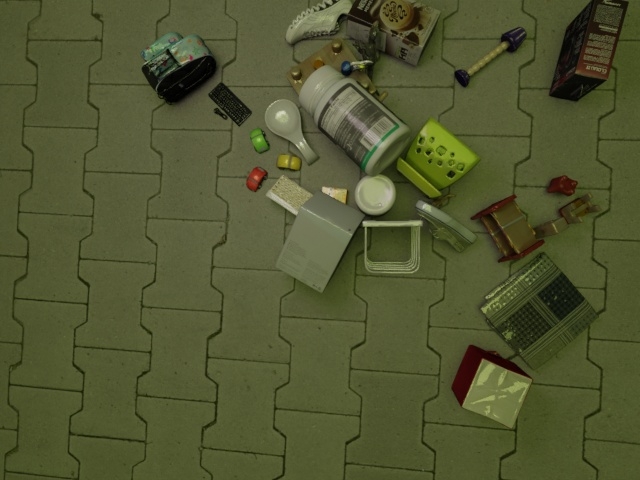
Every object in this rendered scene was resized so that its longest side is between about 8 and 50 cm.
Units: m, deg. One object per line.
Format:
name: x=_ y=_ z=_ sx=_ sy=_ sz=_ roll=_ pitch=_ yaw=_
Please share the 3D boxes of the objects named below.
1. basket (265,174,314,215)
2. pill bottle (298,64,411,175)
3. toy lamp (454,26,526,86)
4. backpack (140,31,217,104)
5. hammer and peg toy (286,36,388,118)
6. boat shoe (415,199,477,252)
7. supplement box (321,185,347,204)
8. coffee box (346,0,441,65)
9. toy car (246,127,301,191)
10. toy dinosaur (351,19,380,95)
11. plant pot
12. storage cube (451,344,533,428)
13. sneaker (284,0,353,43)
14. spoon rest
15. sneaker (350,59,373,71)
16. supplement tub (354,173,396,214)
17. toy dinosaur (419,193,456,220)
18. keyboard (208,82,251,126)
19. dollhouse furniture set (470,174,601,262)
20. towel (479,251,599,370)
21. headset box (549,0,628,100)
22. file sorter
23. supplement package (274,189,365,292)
basket: x=-0.105 y=-0.162 z=1.680 sx=0.167 sy=0.113 sz=0.103 roll=34 pitch=91 yaw=5
pill bottle: x=0.109 y=-0.403 z=1.473 sx=0.204 sy=0.204 sz=0.361 roll=-45 pitch=76 yaw=4
toy lamp: x=0.626 y=-0.675 z=1.623 sx=0.275 sy=0.080 sz=0.080 roll=-37 pitch=86 yaw=8
backpack: x=-0.529 y=-0.665 z=1.677 sx=0.253 sy=0.225 sz=0.191 roll=-30 pitch=91 yaw=1
hammer and peg toy: x=0.073 y=-0.548 z=1.657 sx=0.266 sy=0.127 sz=0.361 roll=-34 pitch=86 yaw=3
boat shoe: x=0.439 y=-0.043 z=1.568 sx=0.302 sy=0.109 sz=0.094 roll=29 pitch=102 yaw=-28
supplement box: x=0.052 y=-0.171 z=1.700 sx=0.098 sy=0.036 sz=0.062 roll=7 pitch=90 yaw=7
coffee box: x=0.262 y=-0.796 z=1.626 sx=0.297 sy=0.119 sz=0.168 roll=26 pitch=79 yaw=5
toy car: x=-0.218 y=-0.334 z=1.723 sx=0.239 sy=0.053 sz=0.225 roll=-25 pitch=87 yaw=5
toy dinosaur: x=0.175 y=-0.675 z=1.635 sx=0.064 sy=0.268 sz=0.118 roll=-25 pitch=48 yaw=-14
plant pot: x=0.399 y=-0.274 z=1.574 sx=0.227 sy=0.228 sz=0.207 roll=42 pitch=100 yaw=5
storage cube: x=0.594 y=0.504 z=1.557 sx=0.184 sy=0.193 sz=0.215 roll=23 pitch=93 yaw=6
sneaker: x=-0.001 y=-0.828 z=1.683 sx=0.292 sy=0.110 sz=0.118 roll=-32 pitch=95 yaw=6
spoon rest: x=-0.106 y=-0.419 z=1.697 sx=0.137 sy=0.084 sz=0.276 roll=-37 pitch=87 yaw=5
sneaker: x=0.148 y=-0.619 z=1.575 sx=0.083 sy=0.031 sz=0.035 roll=-2 pitch=102 yaw=9
supplement tub: x=0.197 y=-0.158 z=1.602 sx=0.144 sy=0.200 sz=0.144 roll=0 pitch=89 yaw=7
toy dinosaur: x=0.411 y=-0.122 z=1.631 sx=0.183 sy=0.092 sz=0.053 roll=-41 pitch=85 yaw=4
keyboard: x=-0.370 y=-0.532 z=1.757 sx=0.108 sy=0.023 sz=0.180 roll=-45 pitch=84 yaw=4
dollhouse furniture set: x=0.767 y=-0.096 z=1.587 sx=0.374 sy=0.152 sz=0.201 roll=-28 pitch=86 yaw=-12
towel: x=0.787 y=0.260 z=1.616 sx=0.324 sy=0.056 sz=0.312 roll=-41 pitch=88 yaw=2
headset box: x=0.906 y=-0.632 z=1.519 sx=0.110 sy=0.218 sz=0.293 roll=15 pitch=90 yaw=6
file sorter: x=0.246 y=0.012 z=1.561 sx=0.193 sy=0.278 sz=0.173 roll=0 pitch=94 yaw=6
supplement package: x=0.000 y=0.000 z=1.578 sx=0.199 sy=0.198 sz=0.262 roll=29 pitch=119 yaw=6
